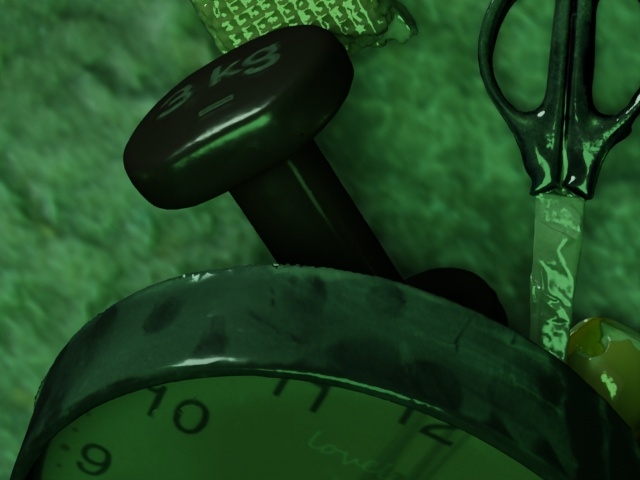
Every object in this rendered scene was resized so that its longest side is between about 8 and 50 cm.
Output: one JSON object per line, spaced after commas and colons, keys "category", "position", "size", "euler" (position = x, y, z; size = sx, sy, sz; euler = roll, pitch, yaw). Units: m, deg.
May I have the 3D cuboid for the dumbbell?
{"category": "dumbbell", "position": [0.000, 0.000, 0.956], "size": [0.140, 0.124, 0.225], "euler": [-25, 114, 16]}

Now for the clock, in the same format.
{"category": "clock", "position": [0.005, 0.181, 0.957], "size": [0.386, 0.076, 0.386], "euler": [8, 131, 10]}

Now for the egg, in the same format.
{"category": "egg", "position": [0.167, 0.089, 0.992], "size": [0.071, 0.071, 0.083], "euler": [22, 85, 8]}

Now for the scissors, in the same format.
{"category": "scissors", "position": [0.138, -0.011, 0.971], "size": [0.109, 0.022, 0.300], "euler": [3, 87, 13]}

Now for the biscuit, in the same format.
{"category": "biscuit", "position": [-0.046, -0.198, 0.994], "size": [0.108, 0.062, 0.239], "euler": [-29, 93, 16]}
